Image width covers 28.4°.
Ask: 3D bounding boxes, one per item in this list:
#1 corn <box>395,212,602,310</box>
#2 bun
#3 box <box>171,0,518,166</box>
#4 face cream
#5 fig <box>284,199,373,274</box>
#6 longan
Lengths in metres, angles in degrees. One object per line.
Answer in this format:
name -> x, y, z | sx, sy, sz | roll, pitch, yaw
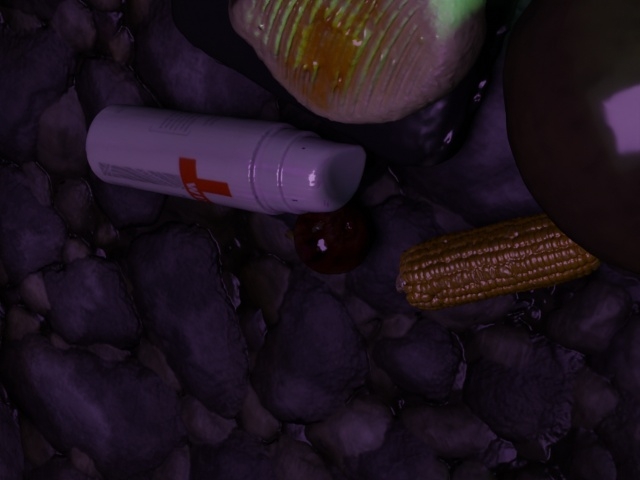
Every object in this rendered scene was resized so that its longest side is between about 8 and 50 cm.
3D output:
corn -> 0.176, 0.020, 1.275 | 0.238, 0.080, 0.080 | -17, 95, 34
bun -> 0.040, -0.231, 1.141 | 0.244, 0.153, 0.243 | 12, 131, 14
box -> 0.034, -0.287, 1.266 | 0.359, 0.091, 0.350 | 31, 120, 20
face cream -> -0.108, -0.088, 1.382 | 0.346, 0.102, 0.102 | 12, 111, 39
fig -> 0.000, 0.000, 1.388 | 0.125, 0.089, 0.089 | -24, 91, 60
longan -> 0.291, -0.112, 1.040 | 0.297, 0.297, 0.297 | 10, 109, 30
